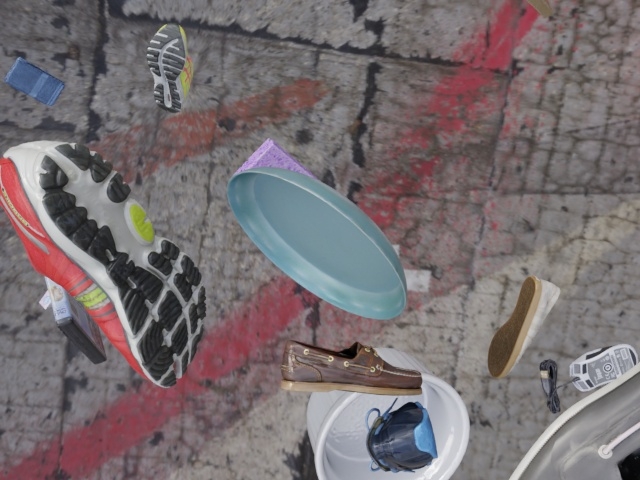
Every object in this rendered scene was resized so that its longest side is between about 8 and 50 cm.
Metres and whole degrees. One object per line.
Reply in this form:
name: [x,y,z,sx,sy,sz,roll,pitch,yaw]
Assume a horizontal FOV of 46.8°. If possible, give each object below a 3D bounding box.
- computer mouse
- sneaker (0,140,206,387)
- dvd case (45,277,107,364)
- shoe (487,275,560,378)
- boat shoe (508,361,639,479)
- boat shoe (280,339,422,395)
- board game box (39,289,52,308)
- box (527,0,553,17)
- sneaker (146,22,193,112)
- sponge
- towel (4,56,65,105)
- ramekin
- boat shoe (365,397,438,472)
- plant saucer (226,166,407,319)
computer mouse: [0.515,0.253,1.422,0.193,0.042,0.106,-20,98,-2]
sneaker: [-0.203,0.023,0.693,0.107,0.118,0.279,-56,135,-40]
dvd case: [-0.349,0.029,1.000,0.022,0.180,0.253,-19,67,-10]
shoe: [0.376,0.168,1.371,0.058,0.076,0.219,11,115,-19]
boat shoe: [0.292,0.173,0.645,0.335,0.095,0.112,-44,128,4]
boat shoe: [0.048,0.176,1.025,0.207,0.073,0.073,8,83,-18]
board game box: [-0.434,0.074,1.293,0.020,0.090,0.090,47,117,7]
box: [0.278,-0.412,1.046,0.021,0.201,0.164,-19,84,27]
sneaker: [-0.302,-0.368,1.523,0.082,0.094,0.208,21,141,3]
sponge: [-0.074,-0.111,1.553,0.117,0.031,0.210,-44,129,12]
towel: [-0.639,-0.353,1.654,0.119,0.029,0.067,29,103,-44]
ramekin: [0.108,0.324,1.300,0.277,0.135,0.277,-6,112,-16]
boat shoe: [0.100,0.260,0.997,0.089,0.258,0.109,-12,67,1]
plant saucer: [0.000,0.000,1.093,0.317,0.318,0.043,45,67,-16]
